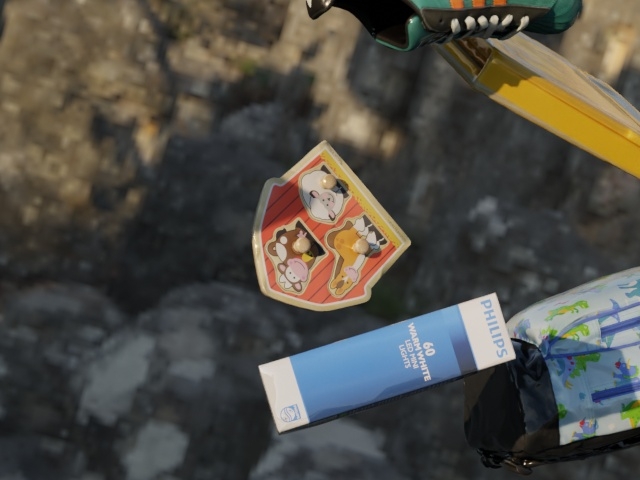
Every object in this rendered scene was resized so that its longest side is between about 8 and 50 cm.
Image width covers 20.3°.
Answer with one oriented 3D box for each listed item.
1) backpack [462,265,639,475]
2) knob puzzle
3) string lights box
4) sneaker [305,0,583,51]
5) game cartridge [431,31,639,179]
[{"bbox_3d":[0.377,0.155,2.269,0.355,0.273,0.290,0,-5,-8],"label":"backpack"},{"bbox_3d":[0.000,0.000,2.156,0.213,0.213,0.030,13,-14,-24],"label":"knob puzzle"},{"bbox_3d":[0.068,0.135,1.906,0.259,0.077,0.133,-17,-7,-4],"label":"string lights box"},{"bbox_3d":[0.112,-0.225,1.692,0.302,0.121,0.108,12,-18,-22],"label":"sneaker"},{"bbox_3d":[0.250,-0.171,1.955,0.323,0.053,0.285,23,17,-28],"label":"game cartridge"}]
